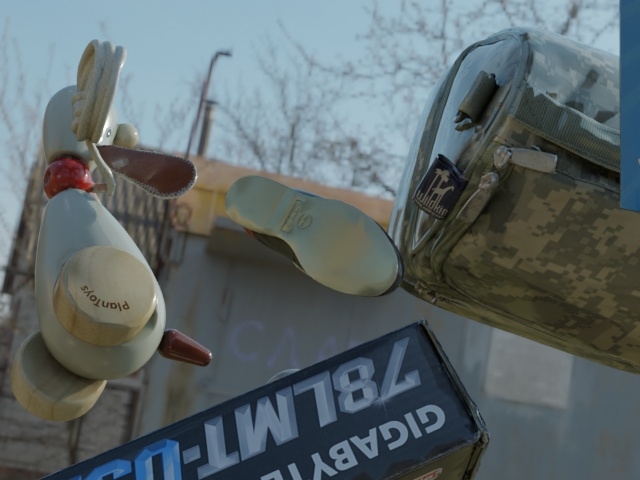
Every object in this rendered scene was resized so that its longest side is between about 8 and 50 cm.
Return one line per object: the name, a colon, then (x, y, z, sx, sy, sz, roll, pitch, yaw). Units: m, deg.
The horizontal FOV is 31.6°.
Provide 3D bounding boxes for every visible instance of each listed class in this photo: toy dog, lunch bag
toy dog: (-0.177, 0.002, 1.034, 0.161, 0.333, 0.220, 14, -21, -27)
lunch bag: (0.210, -0.025, 0.806, 0.305, 0.212, 0.256, 20, -10, -6)

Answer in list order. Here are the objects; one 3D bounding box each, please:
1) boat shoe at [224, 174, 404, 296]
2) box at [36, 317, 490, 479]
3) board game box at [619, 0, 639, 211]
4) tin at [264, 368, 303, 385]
boat shoe: (0.000, 0.000, 0.673, 0.137, 0.049, 0.043, 27, -9, 38)
box: (-0.070, 0.176, 0.587, 0.296, 0.073, 0.293, -22, -24, -11)
board game box: (0.239, -0.192, 0.486, 0.086, 0.301, 0.308, 12, 27, 41)
tin: (0.010, 0.183, 1.133, 0.190, 0.106, 0.040, 10, -7, -41)
